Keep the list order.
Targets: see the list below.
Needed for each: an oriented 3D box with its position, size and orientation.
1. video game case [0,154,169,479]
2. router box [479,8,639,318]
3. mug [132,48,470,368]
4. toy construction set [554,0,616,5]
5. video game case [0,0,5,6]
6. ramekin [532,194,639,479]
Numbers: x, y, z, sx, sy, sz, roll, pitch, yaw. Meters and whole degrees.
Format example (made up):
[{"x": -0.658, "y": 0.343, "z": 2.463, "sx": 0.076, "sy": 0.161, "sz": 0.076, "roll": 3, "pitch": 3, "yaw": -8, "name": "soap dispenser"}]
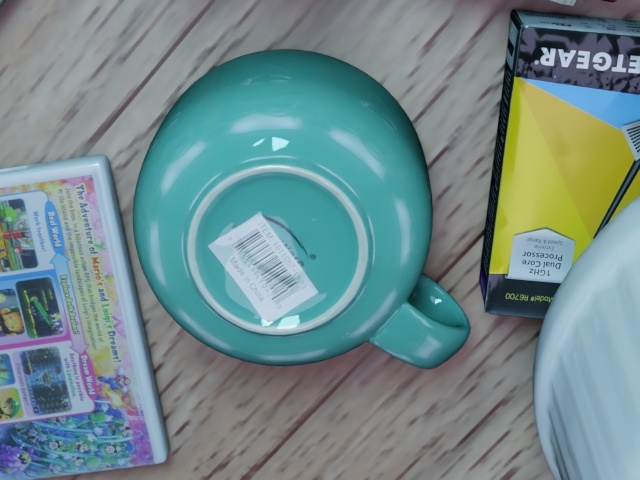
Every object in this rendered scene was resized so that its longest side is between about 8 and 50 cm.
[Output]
[{"x": -0.157, "y": 0.044, "z": 0.678, "sx": 0.143, "sy": 0.019, "sz": 0.157, "roll": -8, "pitch": 108, "yaw": 4, "name": "video game case"}, {"x": 0.167, "y": -0.028, "z": 0.627, "sx": 0.179, "sy": 0.046, "sz": 0.133, "roll": 4, "pitch": 110, "yaw": 0, "name": "router box"}, {"x": -0.003, "y": -0.009, "z": 0.612, "sx": 0.158, "sy": 0.097, "sz": 0.129, "roll": 9, "pitch": 109, "yaw": -1, "name": "mug"}, {"x": 0.082, "y": -0.216, "z": 0.501, "sx": 0.309, "sy": 0.257, "sz": 0.237, "roll": 7, "pitch": 92, "yaw": 10, "name": "toy construction set"}, {"x": -0.154, "y": -0.224, "z": 0.584, "sx": 0.183, "sy": 0.023, "sz": 0.201, "roll": 39, "pitch": 105, "yaw": -11, "name": "video game case"}, {"x": 0.226, "y": 0.092, "z": 0.584, "sx": 0.273, "sy": 0.127, "sz": 0.273, "roll": 1, "pitch": 127, "yaw": 2, "name": "ramekin"}]
